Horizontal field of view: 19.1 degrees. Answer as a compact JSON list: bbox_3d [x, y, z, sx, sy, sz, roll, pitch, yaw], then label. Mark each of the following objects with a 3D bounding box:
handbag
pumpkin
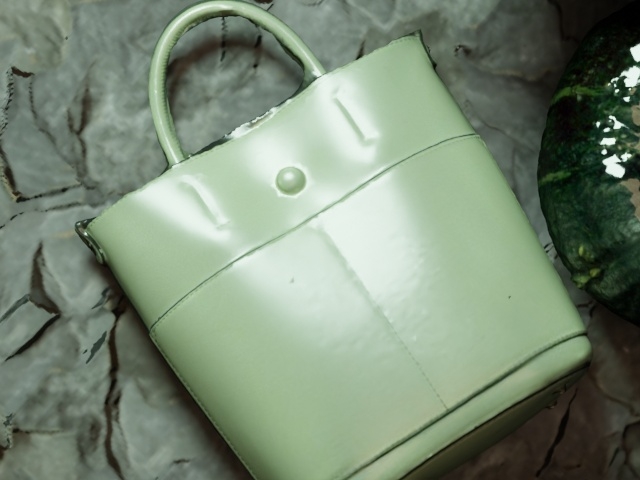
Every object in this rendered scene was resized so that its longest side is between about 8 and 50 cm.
[{"bbox_3d":[0.000,0.000,1.124,0.241,0.109,0.315,-31,75,-9],"label":"handbag"},{"bbox_3d":[0.227,-0.044,1.102,0.211,0.152,0.212,5,71,-14],"label":"pumpkin"}]
